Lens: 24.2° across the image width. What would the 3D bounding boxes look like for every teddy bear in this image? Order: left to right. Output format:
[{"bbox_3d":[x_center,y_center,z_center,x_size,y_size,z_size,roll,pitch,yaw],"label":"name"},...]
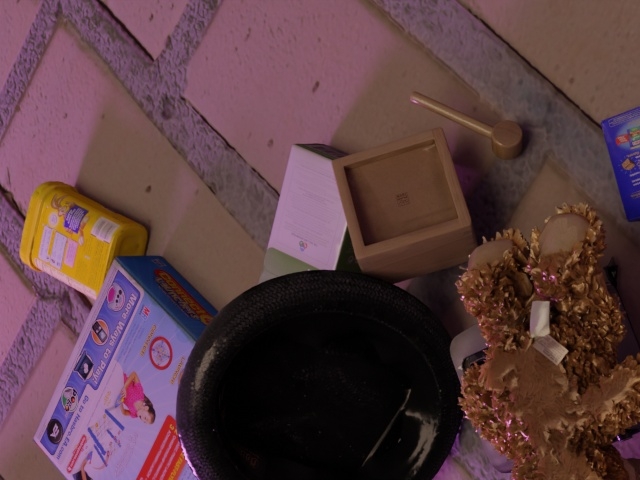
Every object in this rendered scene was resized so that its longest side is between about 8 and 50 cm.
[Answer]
[{"bbox_3d":[0.230,0.132,1.414,0.245,0.113,0.338,-37,60,26],"label":"teddy bear"}]

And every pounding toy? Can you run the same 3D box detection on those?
[{"bbox_3d":[0.125,-0.066,1.630,0.206,0.094,0.181,-17,61,4],"label":"pounding toy"}]

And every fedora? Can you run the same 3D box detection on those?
[{"bbox_3d":[-0.012,0.162,1.655,0.152,0.334,0.334,-140,61,-63],"label":"fedora"}]

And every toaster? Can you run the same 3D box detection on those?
[{"bbox_3d":[0.242,0.134,1.530,0.168,0.110,0.186,-29,73,36],"label":"toaster"}]

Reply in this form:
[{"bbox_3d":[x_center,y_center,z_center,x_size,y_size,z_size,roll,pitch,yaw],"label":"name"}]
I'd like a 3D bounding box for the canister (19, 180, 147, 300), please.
[{"bbox_3d":[-0.319,0.006,2.021,0.170,0.073,0.126,25,107,35],"label":"canister"}]

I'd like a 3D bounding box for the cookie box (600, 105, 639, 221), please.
[{"bbox_3d":[0.338,-0.081,1.488,0.092,0.040,0.107,-20,78,38],"label":"cookie box"}]

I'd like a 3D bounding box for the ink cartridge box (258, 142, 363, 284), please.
[{"bbox_3d":[0.000,0.000,1.758,0.109,0.062,0.209,25,107,36],"label":"ink cartridge box"}]

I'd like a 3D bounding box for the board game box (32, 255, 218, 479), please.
[{"bbox_3d":[-0.205,0.228,1.922,0.302,0.086,0.308,42,116,31],"label":"board game box"}]

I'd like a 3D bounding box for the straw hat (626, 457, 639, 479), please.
[{"bbox_3d":[0.320,0.252,1.495,0.144,0.144,0.061,29,67,36],"label":"straw hat"}]
